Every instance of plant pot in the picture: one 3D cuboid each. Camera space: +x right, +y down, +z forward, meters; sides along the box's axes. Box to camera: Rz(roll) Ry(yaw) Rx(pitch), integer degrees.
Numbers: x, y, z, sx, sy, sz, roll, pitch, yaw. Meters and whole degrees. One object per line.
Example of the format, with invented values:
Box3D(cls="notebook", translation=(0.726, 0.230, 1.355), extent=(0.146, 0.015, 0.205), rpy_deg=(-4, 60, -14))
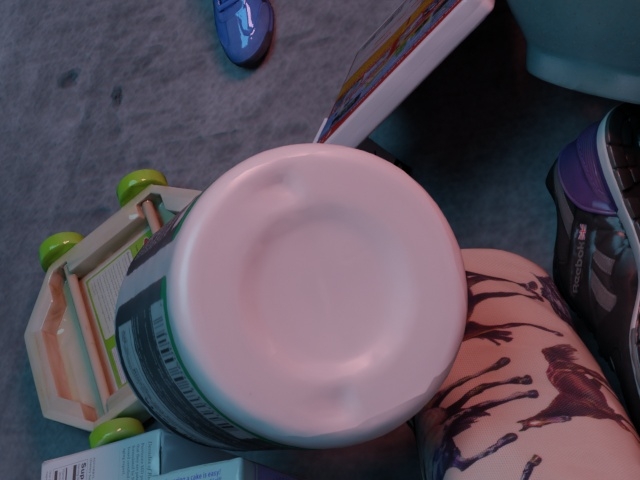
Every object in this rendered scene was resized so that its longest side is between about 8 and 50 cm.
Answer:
Box3D(cls="plant pot", translation=(0.265, -0.213, 1.129), extent=(0.293, 0.293, 0.196), rpy_deg=(22, 111, 42))

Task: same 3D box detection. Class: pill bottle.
Box3D(cls="pill bottle", translation=(-0.045, 0.057, 1.080), extent=(0.361, 0.204, 0.204), rpy_deg=(155, 134, -72))

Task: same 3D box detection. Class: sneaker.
Box3D(cls="sneaker", translation=(0.249, 0.042, 1.140), extent=(0.124, 0.107, 0.283), rpy_deg=(-36, 53, 56))
Box3D(cls="sneaker", translation=(-0.101, -0.286, 1.551), extent=(0.069, 0.082, 0.209), rpy_deg=(-20, 60, 27))

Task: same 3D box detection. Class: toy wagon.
Box3D(cls="toy wagon", translation=(-0.160, 0.052, 1.450), extent=(0.344, 0.068, 0.267), rpy_deg=(-37, 52, 18))

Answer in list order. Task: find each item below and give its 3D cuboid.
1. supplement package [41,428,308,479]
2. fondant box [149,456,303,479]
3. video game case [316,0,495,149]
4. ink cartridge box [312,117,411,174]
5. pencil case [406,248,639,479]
Box3D(cls="supplement package", translation=(-0.119, 0.319, 1.203), extent=(0.145, 0.204, 0.262), rpy_deg=(-19, 59, 32))
Box3D(cls="fondant box", translation=(-0.027, 0.356, 1.092), extent=(0.096, 0.238, 0.330), rpy_deg=(-18, 60, 31))
Box3D(cls="video game case", translation=(0.085, -0.184, 1.266), extent=(0.204, 0.025, 0.285), rpy_deg=(-44, 11, 26))
Box3D(cls="ink cartridge box", translation=(0.000, 0.000, 1.330), extent=(0.046, 0.097, 0.207), rpy_deg=(23, 84, 42))
Box3D(cls="pencil case", translation=(0.142, 0.171, 1.028), extent=(0.183, 0.160, 0.410), rpy_deg=(-19, 34, 1))
